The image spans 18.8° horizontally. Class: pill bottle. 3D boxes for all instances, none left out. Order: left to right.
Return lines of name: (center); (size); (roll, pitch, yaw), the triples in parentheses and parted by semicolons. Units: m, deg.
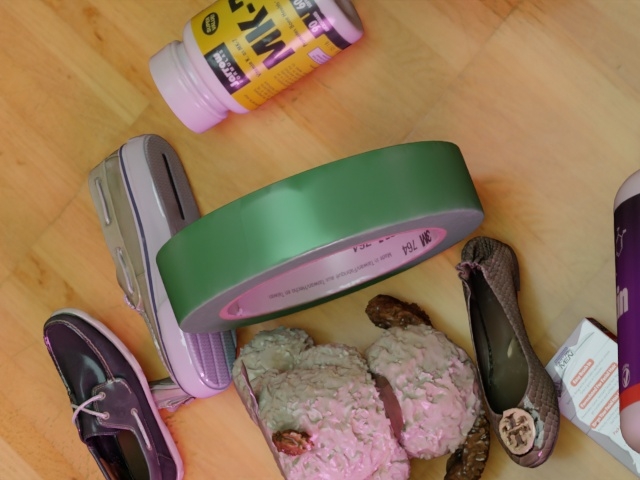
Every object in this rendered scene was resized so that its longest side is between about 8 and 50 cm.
pill bottle: (-0.070, -0.209, 2.047); (0.208, 0.119, 0.119); (-33, 77, 13)
pill bottle: (0.370, 0.042, 1.834); (0.181, 0.181, 0.323); (-5, 68, 18)

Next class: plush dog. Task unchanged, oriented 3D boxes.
plush dog: (0.054, 0.170, 1.960); (0.225, 0.210, 0.262); (-24, 78, -9)

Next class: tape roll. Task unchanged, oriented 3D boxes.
tape roll: (0.000, 0.000, 1.903); (0.321, 0.321, 0.077); (-22, 80, 15)

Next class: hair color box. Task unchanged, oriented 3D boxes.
hair color box: (0.304, 0.163, 1.935); (0.167, 0.053, 0.093); (40, 100, 15)

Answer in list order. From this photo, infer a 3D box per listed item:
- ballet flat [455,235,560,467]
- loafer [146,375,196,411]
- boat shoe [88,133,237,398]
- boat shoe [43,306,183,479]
ballet flat: (0.181, 0.108, 1.938); (0.084, 0.058, 0.250); (-29, 59, 36)
loafer: (-0.170, 0.170, 2.097); (0.125, 0.045, 0.039); (-10, 100, 24)
boat shoe: (-0.170, 0.034, 2.080); (0.094, 0.109, 0.302); (-27, 67, 28)
boat shoe: (-0.227, 0.179, 2.058); (0.084, 0.079, 0.233); (-25, 97, 31)
